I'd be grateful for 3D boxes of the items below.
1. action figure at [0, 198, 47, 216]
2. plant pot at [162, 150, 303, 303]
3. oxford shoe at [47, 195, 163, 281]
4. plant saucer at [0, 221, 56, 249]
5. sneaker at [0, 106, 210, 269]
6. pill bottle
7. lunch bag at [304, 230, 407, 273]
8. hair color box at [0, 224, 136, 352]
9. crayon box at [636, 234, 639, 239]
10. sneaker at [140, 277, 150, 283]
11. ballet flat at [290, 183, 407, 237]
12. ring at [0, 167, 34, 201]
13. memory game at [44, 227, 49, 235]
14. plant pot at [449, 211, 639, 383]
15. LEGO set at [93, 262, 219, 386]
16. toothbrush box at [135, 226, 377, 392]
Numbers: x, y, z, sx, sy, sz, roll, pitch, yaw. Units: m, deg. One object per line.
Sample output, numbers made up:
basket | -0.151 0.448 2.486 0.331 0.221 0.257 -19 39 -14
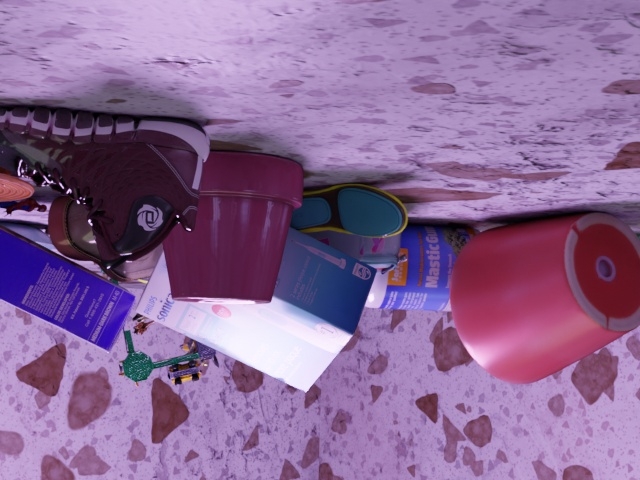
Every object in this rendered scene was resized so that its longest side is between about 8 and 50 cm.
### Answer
action figure | -0.501 -0.056 1.972 0.115 0.030 0.038 1 169 -15
plant pot | -0.124 -0.011 1.571 0.201 0.180 0.201 1 174 0
oxford shoe | -0.299 -0.001 1.997 0.130 0.123 0.348 -6 172 21
plant saucer | -0.601 -0.010 2.351 0.195 0.037 0.195 4 173 0
sneaker | -0.261 -0.052 1.303 0.281 0.162 0.106 2 174 -6
pill bottle | 0.143 0.046 2.139 0.272 0.152 0.152 3 174 -11
lunch bag | 0.000 0.000 1.955 0.279 0.107 0.224 3 173 3
hair color box | -0.472 0.053 1.954 0.339 0.110 0.185 26 175 -13
crayon box | 0.574 0.038 2.270 0.278 0.081 0.165 4 174 -19
sneaker | -0.244 0.019 2.308 0.300 0.111 0.121 -8 165 16
ballet flat | 0.035 -0.048 1.747 0.231 0.077 0.077 1 -164 34
ring | -0.563 -0.089 1.669 0.337 0.032 0.336 2 173 0
memory game | -0.452 -0.014 2.409 0.186 0.012 0.186 2 174 0
plant pot | 0.386 0.078 1.985 0.275 0.275 0.243 6 161 -32
LEGO set | -0.336 0.141 2.551 0.255 0.331 0.192 -20 179 -10
toothbrush box | -0.099 0.074 1.802 0.296 0.126 0.216 27 144 -6
